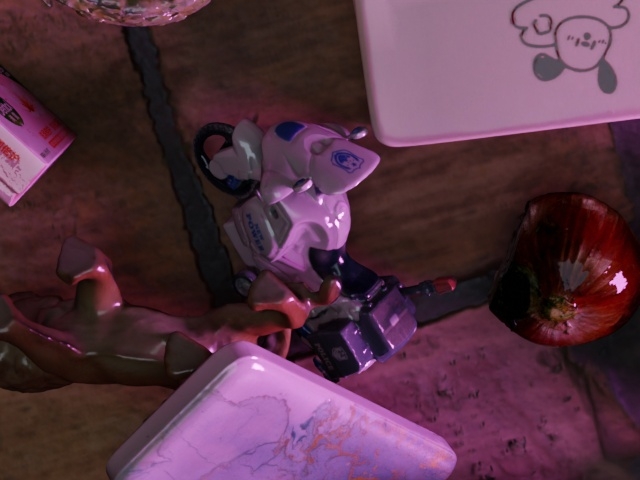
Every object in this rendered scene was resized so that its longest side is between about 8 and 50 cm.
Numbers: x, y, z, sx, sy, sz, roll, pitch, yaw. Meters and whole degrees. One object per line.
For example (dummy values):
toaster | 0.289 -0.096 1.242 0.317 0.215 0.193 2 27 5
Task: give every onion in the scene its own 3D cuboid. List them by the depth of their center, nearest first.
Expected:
onion | 0.184 0.023 1.389 0.119 0.118 0.117 14 138 0

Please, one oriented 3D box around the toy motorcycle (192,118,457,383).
toy motorcycle | 0.000 0.000 1.390 0.150 0.102 0.221 -14 112 43

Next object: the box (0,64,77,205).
box | -0.231 -0.079 1.377 0.089 0.125 0.043 42 102 -8

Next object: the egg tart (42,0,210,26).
egg tart | -0.128 -0.245 1.345 0.197 0.078 0.197 0 117 0

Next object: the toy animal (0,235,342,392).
toy animal | -0.139 0.073 1.396 0.312 0.157 0.097 7 67 8

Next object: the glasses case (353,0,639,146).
glasses case | 0.183 -0.151 1.360 0.313 0.070 0.131 -6 104 6

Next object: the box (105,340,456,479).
box | -0.022 0.163 1.384 0.142 0.044 0.285 -46 139 12
